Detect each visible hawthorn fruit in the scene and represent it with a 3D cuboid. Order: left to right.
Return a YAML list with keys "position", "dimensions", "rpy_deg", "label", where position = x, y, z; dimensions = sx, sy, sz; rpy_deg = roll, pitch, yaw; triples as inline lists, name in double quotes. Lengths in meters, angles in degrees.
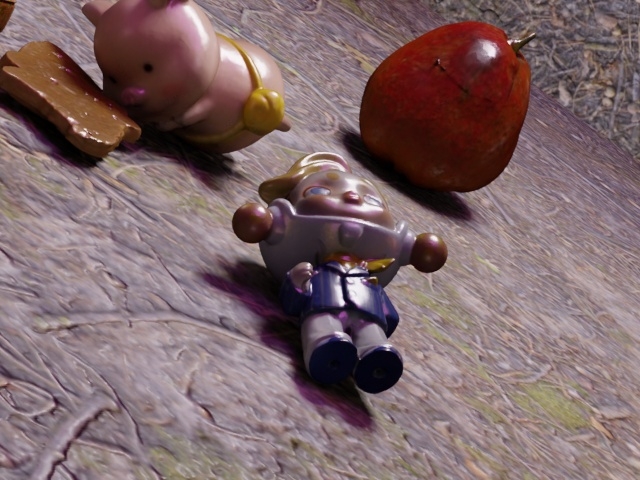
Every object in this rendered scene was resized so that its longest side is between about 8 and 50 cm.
- position: [0.181, -0.191, 2.241]
  dimensions: [0.224, 0.261, 0.224]
  rpy_deg: [37, 16, -12]
  label: "hawthorn fruit"

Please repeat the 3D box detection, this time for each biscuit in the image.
- position: [-0.254, -0.143, 1.675]
  dimensions: [0.162, 0.035, 0.250]
  rpy_deg: [30, 16, -28]
  label: "biscuit"

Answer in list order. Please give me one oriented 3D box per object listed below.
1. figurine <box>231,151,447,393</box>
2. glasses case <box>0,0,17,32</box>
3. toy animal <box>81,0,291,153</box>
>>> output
- position: [0.026, 0.035, 1.542]
  dimensions: [0.194, 0.133, 0.274]
  rpy_deg: [-6, 42, -29]
  label: "figurine"
- position: [-0.406, -0.262, 1.707]
  dimensions: [0.075, 0.049, 0.218]
  rpy_deg: [40, 18, 24]
  label: "glasses case"
- position: [-0.130, -0.171, 1.788]
  dimensions: [0.248, 0.165, 0.149]
  rpy_deg: [39, 43, -38]
  label: "toy animal"
